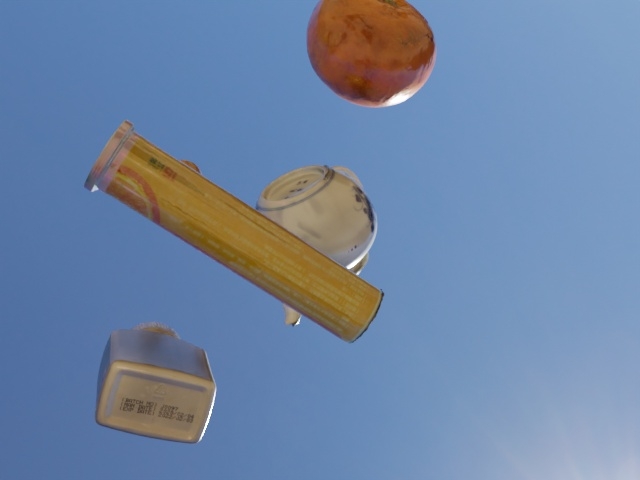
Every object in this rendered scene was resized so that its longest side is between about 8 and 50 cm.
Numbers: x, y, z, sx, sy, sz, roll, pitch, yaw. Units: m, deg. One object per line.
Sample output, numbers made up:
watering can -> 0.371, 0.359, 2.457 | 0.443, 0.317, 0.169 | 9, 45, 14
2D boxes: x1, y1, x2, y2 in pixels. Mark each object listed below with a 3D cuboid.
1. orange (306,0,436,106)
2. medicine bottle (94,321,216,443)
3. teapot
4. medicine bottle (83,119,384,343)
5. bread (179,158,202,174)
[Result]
orange -> 0.106, -0.411, 1.838 | 0.283, 0.226, 0.284 | 20, -145, -14
medicine bottle -> -0.207, 0.169, 1.077 | 0.132, 0.088, 0.188 | 15, -172, -15
teapot -> 0.000, 0.000, 1.737 | 0.252, 0.280, 0.424 | -9, -150, 31
medicine bottle -> -0.111, -0.004, 1.189 | 0.426, 0.108, 0.108 | 33, -143, -9
bread -> -0.233, -0.095, 1.542 | 0.049, 0.062, 0.103 | -19, -129, 8
